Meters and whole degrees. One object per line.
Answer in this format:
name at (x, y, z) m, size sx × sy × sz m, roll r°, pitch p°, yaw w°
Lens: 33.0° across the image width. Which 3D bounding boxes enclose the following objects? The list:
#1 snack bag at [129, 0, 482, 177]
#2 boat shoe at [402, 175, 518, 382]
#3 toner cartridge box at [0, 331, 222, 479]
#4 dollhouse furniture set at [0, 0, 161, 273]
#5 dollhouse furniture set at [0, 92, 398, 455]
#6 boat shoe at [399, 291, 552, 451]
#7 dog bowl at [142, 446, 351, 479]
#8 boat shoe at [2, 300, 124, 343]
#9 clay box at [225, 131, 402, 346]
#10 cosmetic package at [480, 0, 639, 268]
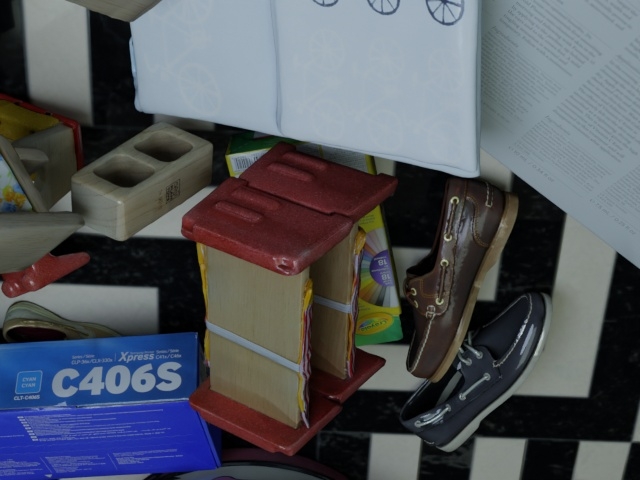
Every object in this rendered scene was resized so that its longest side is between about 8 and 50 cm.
snack bag at (-0.036, -0.218, 0.799) m, size 0.342 × 0.037 × 0.323 m, roll 15°, pitch 125°, yaw 29°
boat shoe at (0.115, 0.036, 1.019) m, size 0.073 × 0.073 × 0.207 m, roll 15°, pitch 108°, yaw -12°
toner cartridge box at (-0.278, 0.168, 1.043) m, size 0.348 × 0.075 × 0.165 m, roll -3°, pitch 145°, yaw 1°
dollhouse furniture set at (-0.320, -0.151, 0.738) m, size 0.394 × 0.256 × 0.362 m, roll -34°, pitch 82°, yaw 14°
dollhouse furniture set at (-0.133, 0.003, 0.938) m, size 0.374 × 0.152 × 0.201 m, roll 22°, pitch 128°, yaw 24°
boat shoe at (0.151, 0.125, 1.062) m, size 0.065 × 0.075 × 0.206 m, roll 25°, pitch 119°, yaw -16°
dog bowl at (-0.078, 0.399, 1.159) m, size 0.408 × 0.150 × 0.408 m, roll 0°, pitch 117°, yaw -1°
boat shoe at (-0.249, 0.105, 1.064) m, size 0.135 × 0.045 × 0.050 m, roll 19°, pitch 115°, yaw -10°
clay box at (0.000, 0.000, 1.008) m, size 0.127 × 0.053 × 0.222 m, roll -9°, pitch 118°, yaw 7°
cosmetic package at (0.222, -0.160, 0.809) m, size 0.377 × 0.097 × 0.284 m, roll 36°, pitch 144°, yaw -8°
